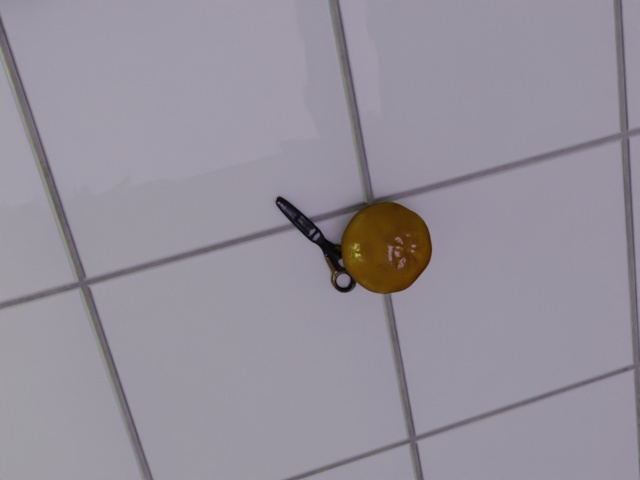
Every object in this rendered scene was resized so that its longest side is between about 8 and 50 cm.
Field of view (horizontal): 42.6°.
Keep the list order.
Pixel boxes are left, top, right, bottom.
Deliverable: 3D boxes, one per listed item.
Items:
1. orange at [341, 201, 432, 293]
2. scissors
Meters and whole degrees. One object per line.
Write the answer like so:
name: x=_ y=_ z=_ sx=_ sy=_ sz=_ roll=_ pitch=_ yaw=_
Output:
orange: x=0.114 y=0.012 z=1.379 sx=0.159 sy=0.136 sz=0.158 roll=-1 pitch=92 yaw=-23
scissors: x=0.000 y=0.000 z=1.415 sx=0.088 sy=0.017 sz=0.220 roll=-46 pitch=113 yaw=2
